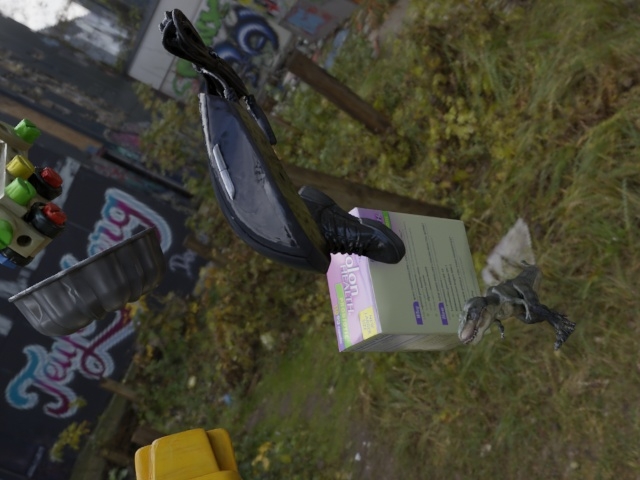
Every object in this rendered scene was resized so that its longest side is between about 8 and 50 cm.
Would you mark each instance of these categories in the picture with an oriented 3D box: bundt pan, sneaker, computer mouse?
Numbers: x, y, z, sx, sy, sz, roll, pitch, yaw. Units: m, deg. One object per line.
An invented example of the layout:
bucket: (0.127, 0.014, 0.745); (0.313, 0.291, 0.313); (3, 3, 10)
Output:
bundt pan: (-0.469, 0.096, 1.437); (0.331, 0.124, 0.331); (-26, 6, 3)
sneaker: (0.000, -0.002, 0.747); (0.089, 0.170, 0.051); (-49, -18, -33)
computer mouse: (-0.068, -0.070, 0.631); (0.060, 0.262, 0.184); (-31, -10, 7)

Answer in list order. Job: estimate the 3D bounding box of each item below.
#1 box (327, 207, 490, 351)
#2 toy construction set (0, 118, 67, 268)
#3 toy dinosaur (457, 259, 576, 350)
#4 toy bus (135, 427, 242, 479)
box: (0.143, 0.073, 1.168); (0.117, 0.243, 0.213); (-35, 57, 49)
toy construction set: (-0.428, -0.076, 0.828); (0.151, 0.215, 0.327); (-32, 39, 17)
toy dinosaur: (0.274, 0.087, 0.892); (0.268, 0.118, 0.064); (-22, -34, -53)
toy bus: (-0.103, 0.335, 0.628); (0.130, 0.108, 0.332); (95, 160, -55)
